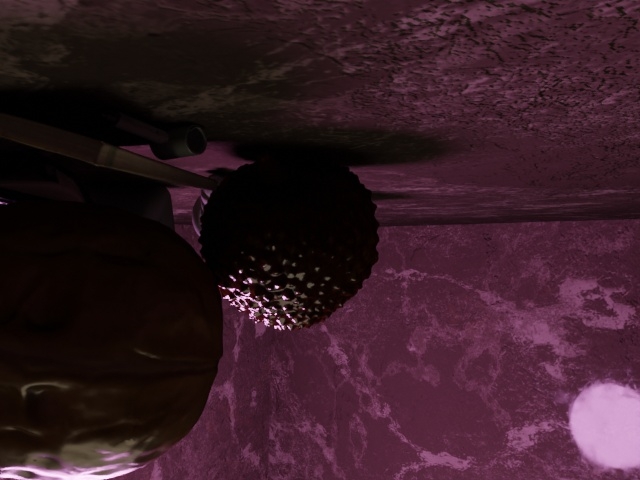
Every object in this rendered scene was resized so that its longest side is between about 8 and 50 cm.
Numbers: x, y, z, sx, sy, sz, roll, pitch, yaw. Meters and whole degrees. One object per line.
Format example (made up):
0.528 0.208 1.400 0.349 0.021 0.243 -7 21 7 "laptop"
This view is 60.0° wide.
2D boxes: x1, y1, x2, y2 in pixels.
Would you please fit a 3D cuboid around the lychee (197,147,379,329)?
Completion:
-0.046 0.000 0.851 0.275 0.304 0.276 -9 -145 7 "lychee"

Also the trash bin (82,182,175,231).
-0.446 0.033 1.141 0.222 0.158 0.343 1 -145 -3 "trash bin"

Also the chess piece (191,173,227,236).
-0.201 -0.074 1.114 0.139 0.139 0.272 1 168 -5 "chess piece"

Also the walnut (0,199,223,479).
-0.325 0.124 0.717 0.397 0.354 0.308 4 166 -4 "walnut"

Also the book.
-0.266 -0.106 0.656 0.214 0.025 0.282 16 -177 13 "book"

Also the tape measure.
-0.461 -0.031 0.857 0.231 0.271 0.133 -20 -142 -20 "tape measure"

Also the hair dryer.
-0.191 -0.124 0.623 0.063 0.038 0.124 -1 170 31 "hair dryer"
